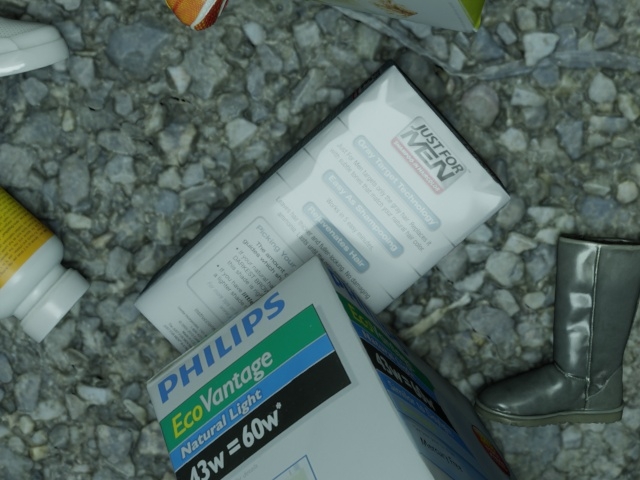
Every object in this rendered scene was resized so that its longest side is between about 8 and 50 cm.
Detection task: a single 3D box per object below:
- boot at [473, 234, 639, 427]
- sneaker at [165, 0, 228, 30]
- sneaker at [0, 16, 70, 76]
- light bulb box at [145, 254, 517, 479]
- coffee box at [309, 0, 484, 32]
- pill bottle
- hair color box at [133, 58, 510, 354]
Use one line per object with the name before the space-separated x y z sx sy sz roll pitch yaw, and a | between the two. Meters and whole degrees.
boot | 0.267 0.098 1.220 0.189 0.076 0.209 -2 110 -11
sneaker | -0.101 -0.305 1.155 0.067 0.064 0.175 40 99 4
sneaker | -0.418 -0.251 1.158 0.292 0.108 0.169 -3 105 5
light bulb box | 0.058 0.271 1.056 0.225 0.361 0.358 -37 135 9
coffee box | -0.002 -0.392 0.913 0.334 0.337 0.338 15 94 13
pill bottle | -0.359 0.012 1.207 0.208 0.117 0.117 42 101 -7
hair color box | 0.000 0.000 1.191 0.374 0.113 0.185 -41 98 11
